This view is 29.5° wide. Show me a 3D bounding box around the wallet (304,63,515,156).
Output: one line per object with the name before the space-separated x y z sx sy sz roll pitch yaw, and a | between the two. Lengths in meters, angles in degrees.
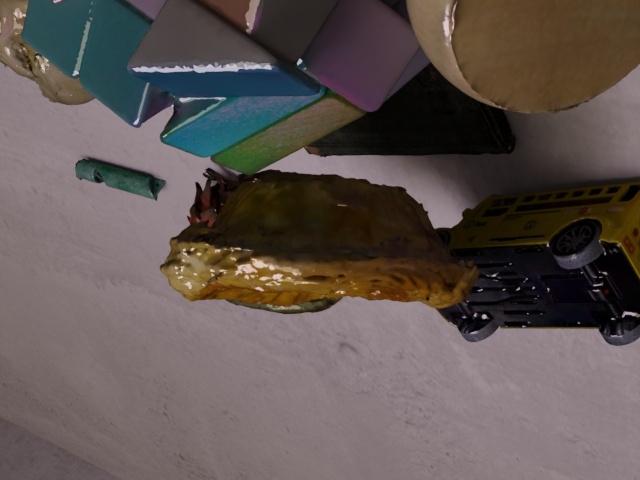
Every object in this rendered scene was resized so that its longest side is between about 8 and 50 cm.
wallet | 0.072 -0.168 1.467 0.317 0.044 0.169 5 137 44

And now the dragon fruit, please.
dragon fruit | -0.149 -0.029 1.851 0.130 0.121 0.142 28 127 3

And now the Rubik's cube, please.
Rubik's cube | -0.070 -0.250 1.153 0.358 0.368 0.387 38 156 28

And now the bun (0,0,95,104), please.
bun | -0.398 -0.282 1.757 0.210 0.116 0.237 27 149 19

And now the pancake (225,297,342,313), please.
pancake | -0.086 0.075 1.894 0.253 0.037 0.253 7 165 2

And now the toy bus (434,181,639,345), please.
toy bus | 0.261 0.023 1.424 0.331 0.151 0.145 -4 131 50

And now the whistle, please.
whistle | -0.335 -0.102 2.034 0.186 0.039 0.039 16 145 34

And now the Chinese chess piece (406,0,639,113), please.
Chinese chess piece | 0.195 -0.227 1.035 0.103 0.250 0.250 60 175 47

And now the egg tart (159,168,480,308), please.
egg tart | 0.000 0.000 1.325 0.352 0.150 0.352 2 177 0
